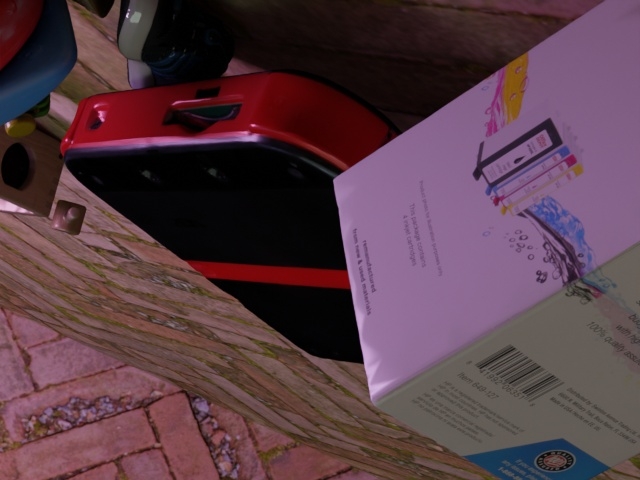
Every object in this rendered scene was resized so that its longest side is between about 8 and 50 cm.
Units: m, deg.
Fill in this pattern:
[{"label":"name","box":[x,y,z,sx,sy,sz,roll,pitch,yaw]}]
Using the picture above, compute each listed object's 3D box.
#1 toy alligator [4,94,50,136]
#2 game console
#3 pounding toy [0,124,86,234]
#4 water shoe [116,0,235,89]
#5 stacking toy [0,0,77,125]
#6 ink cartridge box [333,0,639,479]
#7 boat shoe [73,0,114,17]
[{"label":"toy alligator","box":[-0.287,-0.149,1.388,0.051,0.056,0.190,-21,157,1]},{"label":"game console","box":[0.000,0.000,1.146,0.342,0.060,0.386,38,161,-29]},{"label":"pounding toy","box":[-0.317,-0.077,1.601,0.181,0.094,0.206,7,168,32]},{"label":"water shoe","box":[-0.101,-0.154,1.088,0.080,0.073,0.203,5,171,-2]},{"label":"stacking toy","box":[-0.306,-0.219,1.020,0.166,0.175,0.302,-114,-1,-46]},{"label":"ink cartridge box","box":[0.156,0.003,0.845,0.232,0.168,0.171,-33,134,25]},{"label":"boat shoe","box":[-0.176,-0.198,1.041,0.049,0.056,0.152,16,164,7]}]
